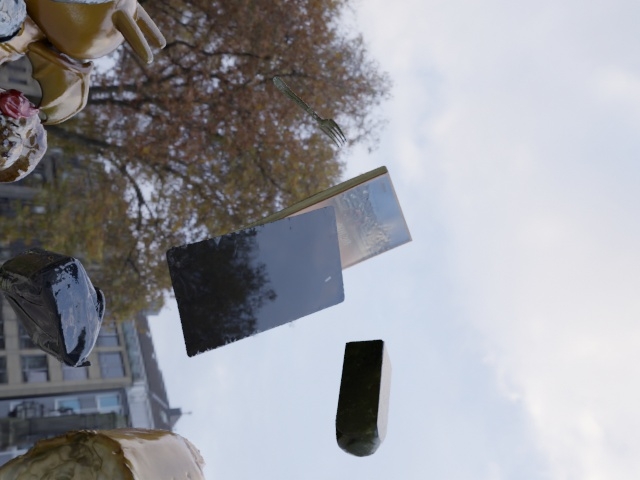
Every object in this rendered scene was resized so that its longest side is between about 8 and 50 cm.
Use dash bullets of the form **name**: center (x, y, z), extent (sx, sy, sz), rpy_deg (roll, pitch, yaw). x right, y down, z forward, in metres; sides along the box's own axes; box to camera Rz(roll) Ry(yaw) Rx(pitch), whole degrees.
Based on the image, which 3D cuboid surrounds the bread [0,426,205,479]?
- **bread**: center (-0.410, 0.481, 1.158), extent (0.360, 0.394, 0.250), rpy_deg (-15, -104, 13)

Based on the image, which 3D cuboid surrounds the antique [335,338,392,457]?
- **antique**: center (0.079, 0.289, 1.116), extent (0.221, 0.081, 0.080), rpy_deg (-76, 153, -51)

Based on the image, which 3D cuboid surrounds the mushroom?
- **mushroom**: center (-0.762, -0.224, 1.348), extent (0.254, 0.267, 0.267), rpy_deg (-98, -152, -63)

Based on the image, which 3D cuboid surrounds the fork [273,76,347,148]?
- **fork**: center (-0.024, -0.280, 1.296), extent (0.034, 0.028, 0.219), rpy_deg (-42, -105, -5)

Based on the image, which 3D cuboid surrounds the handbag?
- **handbag**: center (-0.663, 0.160, 1.562), extent (0.301, 0.178, 0.275), rpy_deg (6, -57, 47)

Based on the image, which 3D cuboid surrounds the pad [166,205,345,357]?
- **pad**: center (-0.082, 0.054, 0.873), extent (0.009, 0.265, 0.160), rpy_deg (19, -60, 56)

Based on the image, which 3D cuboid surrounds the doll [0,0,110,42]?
- **doll**: center (-0.269, -0.260, 0.461), extent (0.158, 0.340, 0.246), rpy_deg (49, -44, 6)

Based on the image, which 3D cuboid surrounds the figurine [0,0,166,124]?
- **figurine**: center (-0.532, -0.422, 1.194), extent (0.401, 0.387, 0.268), rpy_deg (67, 8, -61)

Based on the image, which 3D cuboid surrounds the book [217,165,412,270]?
- **book**: center (0.000, 0.000, 1.306), extent (0.373, 0.262, 0.028), rpy_deg (-24, -129, 4)
